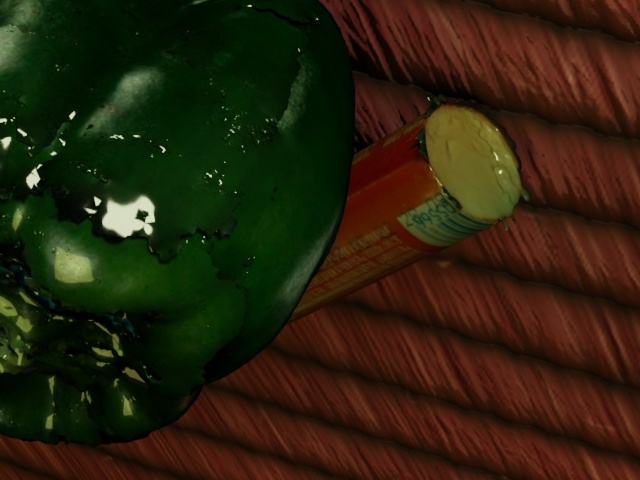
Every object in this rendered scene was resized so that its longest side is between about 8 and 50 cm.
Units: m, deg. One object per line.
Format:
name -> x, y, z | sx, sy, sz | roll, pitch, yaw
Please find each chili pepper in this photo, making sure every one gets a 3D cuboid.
chili pepper -> -0.112, -0.038, 0.747 | 0.233, 0.257, 0.248 | 42, 138, -19

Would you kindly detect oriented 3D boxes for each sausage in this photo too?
sausage -> 0.000, 0.000, 0.849 | 0.083, 0.083, 0.264 | 45, 138, -16
